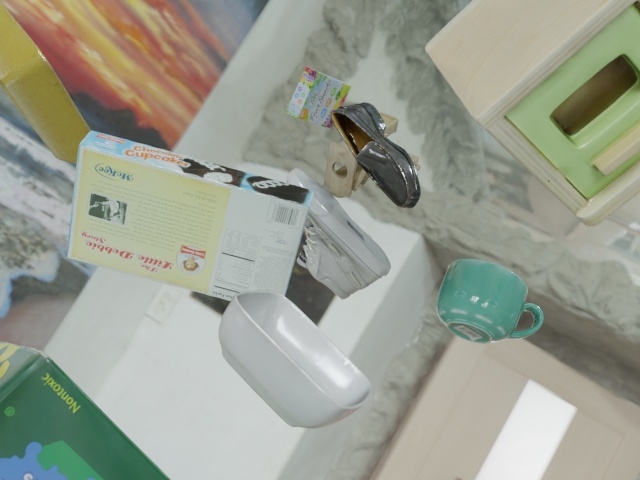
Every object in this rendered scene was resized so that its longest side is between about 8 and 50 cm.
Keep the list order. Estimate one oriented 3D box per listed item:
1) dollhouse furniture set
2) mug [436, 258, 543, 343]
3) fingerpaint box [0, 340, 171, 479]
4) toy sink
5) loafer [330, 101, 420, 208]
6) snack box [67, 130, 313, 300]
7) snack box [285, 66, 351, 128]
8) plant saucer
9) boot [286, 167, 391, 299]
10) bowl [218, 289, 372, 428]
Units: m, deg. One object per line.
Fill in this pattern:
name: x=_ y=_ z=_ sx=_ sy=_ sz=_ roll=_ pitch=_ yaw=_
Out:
dollhouse furniture set: x=0.125 y=-0.137 z=1.416 sx=0.161 sy=0.182 sz=0.101 roll=27 pitch=-51 yaw=24
mug: x=0.260 y=0.105 z=1.203 sx=0.157 sy=0.097 sz=0.129 roll=13 pitch=-25 yaw=27
fingerpaint box: x=-0.178 y=0.350 z=0.484 sx=0.445 sy=0.371 sz=0.163 roll=53 pitch=-28 yaw=-18
toy sink: x=0.229 y=-0.118 z=0.640 sx=0.234 sy=0.153 sz=0.131 roll=34 pitch=24 yaw=-37
loafer: x=0.069 y=-0.109 z=1.004 sx=0.061 sy=0.062 sz=0.170 roll=-9 pitch=56 yaw=-40
snack box: x=-0.189 y=-0.023 z=1.097 sx=0.322 sy=0.187 sz=0.060 roll=15 pitch=29 yaw=-3
snack box: x=-0.002 y=-0.284 z=1.551 sx=0.037 sy=0.100 sz=0.141 roll=30 pitch=13 yaw=27
plant saucer: x=-0.546 y=-0.302 z=1.403 sx=0.333 sy=0.081 sz=0.333 roll=47 pitch=-13 yaw=24
boot: x=0.000 y=0.000 z=1.348 sx=0.258 sy=0.123 sz=0.095 roll=46 pitch=19 yaw=-19
bowl: x=-0.026 y=0.110 z=0.686 sx=0.142 sy=0.053 sz=0.142 roll=42 pitch=9 yaw=13
